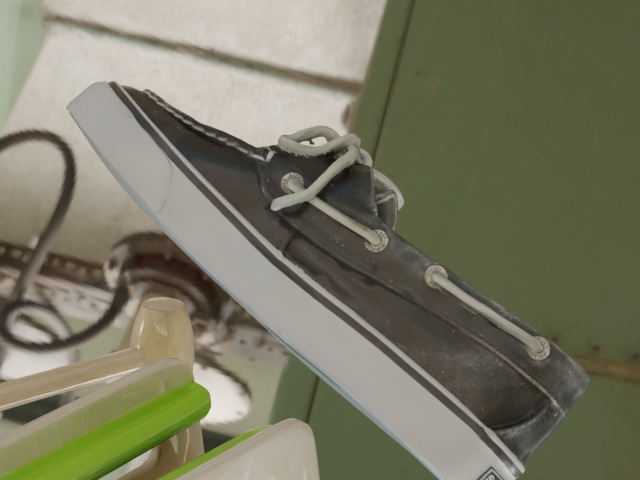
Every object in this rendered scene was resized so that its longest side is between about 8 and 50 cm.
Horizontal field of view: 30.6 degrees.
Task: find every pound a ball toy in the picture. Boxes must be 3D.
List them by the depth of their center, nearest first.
[{"bbox_3d":[-0.149,0.170,0.697,0.208,0.319,0.136,19,123,42],"label":"pound a ball toy"}]

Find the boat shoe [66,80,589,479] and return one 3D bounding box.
[{"bbox_3d":[-0.001,-0.001,0.605,0.306,0.105,0.113,40,173,23],"label":"boat shoe"}]
